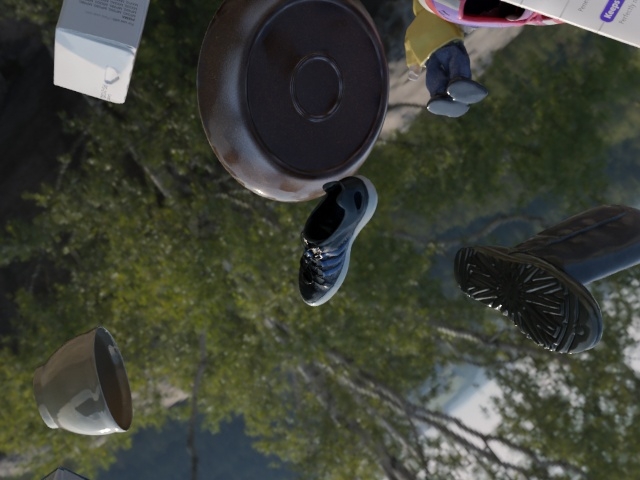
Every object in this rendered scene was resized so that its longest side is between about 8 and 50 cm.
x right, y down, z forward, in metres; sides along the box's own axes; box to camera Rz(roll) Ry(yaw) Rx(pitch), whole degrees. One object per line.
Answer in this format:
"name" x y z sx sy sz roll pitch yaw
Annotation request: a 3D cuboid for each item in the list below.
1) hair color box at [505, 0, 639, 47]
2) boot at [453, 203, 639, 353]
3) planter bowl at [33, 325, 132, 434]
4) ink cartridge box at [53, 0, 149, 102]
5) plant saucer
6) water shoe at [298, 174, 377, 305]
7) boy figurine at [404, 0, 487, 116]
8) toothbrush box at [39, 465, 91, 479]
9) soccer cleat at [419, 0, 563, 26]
"hair color box" 0.325 -0.292 0.821 0.185 0.339 0.110 109 -1 -51
"boot" 0.259 0.028 0.819 0.209 0.190 0.076 -8 118 -29
"planter bowl" -0.360 0.220 1.272 0.109 0.162 0.162 -16 166 -1
"ink cartridge box" -0.272 -0.325 1.109 0.100 0.237 0.172 13 163 -14
"plant saucer" -0.016 -0.202 1.120 0.311 0.310 0.050 -31 -153 -29
"water shoe" 0.000 0.000 1.111 0.080 0.073 0.203 -6 129 -44
"boy figurine" 0.216 -0.364 1.552 0.092 0.285 0.177 11 146 -30
"toothbrush box" -0.346 0.421 0.962 0.295 0.126 0.216 -38 -150 34
"soccer cleat" 0.293 -0.336 1.177 0.318 0.116 0.108 -4 126 -20
